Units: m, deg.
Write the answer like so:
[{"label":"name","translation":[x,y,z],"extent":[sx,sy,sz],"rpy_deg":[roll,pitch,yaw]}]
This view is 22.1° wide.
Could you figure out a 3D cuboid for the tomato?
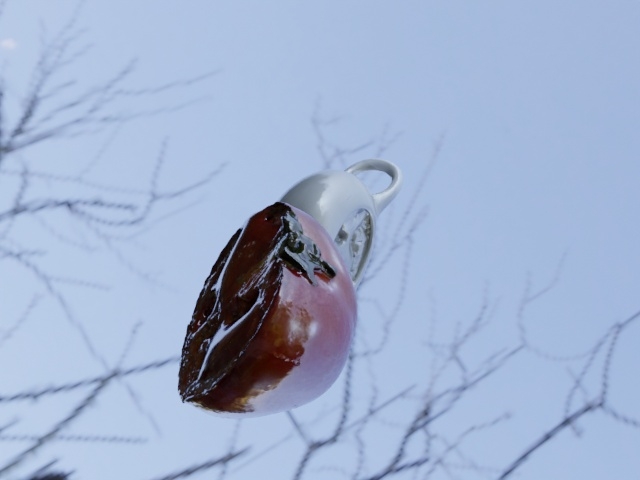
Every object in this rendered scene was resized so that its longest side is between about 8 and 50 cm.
[{"label":"tomato","translation":[-0.025,0.056,1.088],"extent":[0.091,0.159,0.139],"rpy_deg":[28,-58,-22]}]

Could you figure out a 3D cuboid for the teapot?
[{"label":"teapot","translation":[0.000,0.000,1.456],"extent":[0.092,0.226,0.145],"rpy_deg":[20,-35,20]}]
